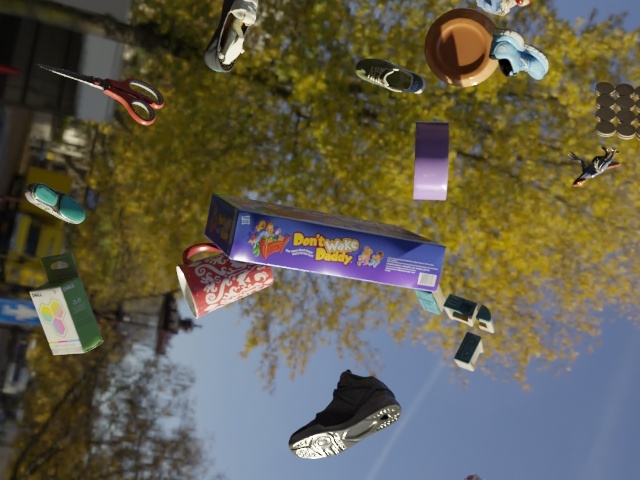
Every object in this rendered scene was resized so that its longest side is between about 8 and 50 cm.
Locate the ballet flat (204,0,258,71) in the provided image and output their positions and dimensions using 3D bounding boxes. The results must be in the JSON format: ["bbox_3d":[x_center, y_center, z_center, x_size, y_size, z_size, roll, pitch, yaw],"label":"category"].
[{"bbox_3d":[-0.155,-0.404,1.657,0.203,0.074,0.074,-62,-160,23],"label":"ballet flat"}]

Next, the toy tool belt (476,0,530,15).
[{"bbox_3d":[0.252,-0.343,1.260,0.083,0.051,0.052,34,-45,53],"label":"toy tool belt"}]

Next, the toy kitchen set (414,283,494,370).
[{"bbox_3d":[0.322,0.213,2.275,0.166,0.207,0.122,-59,146,-21],"label":"toy kitchen set"}]

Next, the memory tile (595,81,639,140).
[{"bbox_3d":[0.579,-0.246,1.686,0.012,0.113,0.148,84,15,-51],"label":"memory tile"}]

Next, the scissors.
[{"bbox_3d":[-0.483,-0.353,1.975,0.021,0.297,0.109,-28,-136,46],"label":"scissors"}]

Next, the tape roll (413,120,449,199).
[{"bbox_3d":[0.265,-0.191,2.136,0.189,0.080,0.189,2,90,-84],"label":"tape roll"}]

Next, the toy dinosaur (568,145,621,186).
[{"bbox_3d":[0.410,-0.103,1.320,0.082,0.090,0.047,-52,-150,-2],"label":"toy dinosaur"}]

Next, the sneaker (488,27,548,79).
[{"bbox_3d":[0.367,-0.339,1.678,0.063,0.162,0.073,26,-87,51],"label":"sneaker"}]

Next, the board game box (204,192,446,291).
[{"bbox_3d":[0.000,0.000,1.477,0.233,0.347,0.078,-151,-109,-70],"label":"board game box"}]

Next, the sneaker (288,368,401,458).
[{"bbox_3d":[0.035,0.339,1.747,0.087,0.227,0.130,63,-2,-38],"label":"sneaker"}]

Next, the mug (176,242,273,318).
[{"bbox_3d":[-0.196,0.058,1.782,0.113,0.169,0.150,127,-58,-72],"label":"mug"}]

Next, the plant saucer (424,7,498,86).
[{"bbox_3d":[0.361,-0.490,2.263,0.037,0.200,0.200,-48,158,-66],"label":"plant saucer"}]

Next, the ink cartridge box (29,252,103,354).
[{"bbox_3d":[-0.556,0.138,1.910,0.109,0.062,0.209,-8,-77,37],"label":"ink cartridge box"}]

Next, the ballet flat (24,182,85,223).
[{"bbox_3d":[-0.419,-0.060,1.392,0.041,0.114,0.041,-13,-118,25],"label":"ballet flat"}]

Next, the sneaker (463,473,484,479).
[{"bbox_3d":[0.323,0.589,1.748,0.114,0.152,0.305,-61,176,32],"label":"sneaker"}]

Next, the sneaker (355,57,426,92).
[{"bbox_3d":[0.168,-0.417,2.235,0.086,0.192,0.064,-20,128,-66],"label":"sneaker"}]
